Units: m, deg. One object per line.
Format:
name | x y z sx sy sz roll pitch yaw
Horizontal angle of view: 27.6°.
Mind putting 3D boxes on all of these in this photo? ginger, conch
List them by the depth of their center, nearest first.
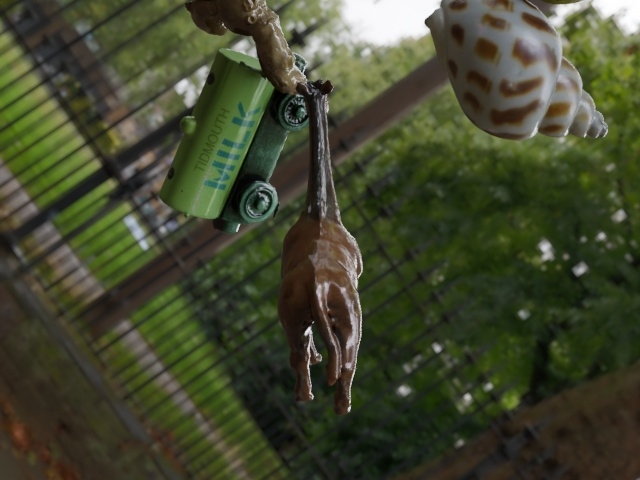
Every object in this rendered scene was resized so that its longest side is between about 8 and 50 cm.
ginger | -0.106 -0.271 1.543 0.149 0.065 0.259 15 -28 48
conch | 0.269 -0.226 1.763 0.275 0.183 0.149 38 -8 -25

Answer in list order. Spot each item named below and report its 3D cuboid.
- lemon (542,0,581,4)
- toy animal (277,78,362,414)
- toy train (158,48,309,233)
lemon | 0.345 -0.421 1.748 0.184 0.248 0.184 50 8 -10
toy animal | 0.000 0.000 1.050 0.224 0.066 0.230 -88 175 -70
toy train | -0.110 -0.132 1.662 0.157 0.253 0.105 12 21 -36
